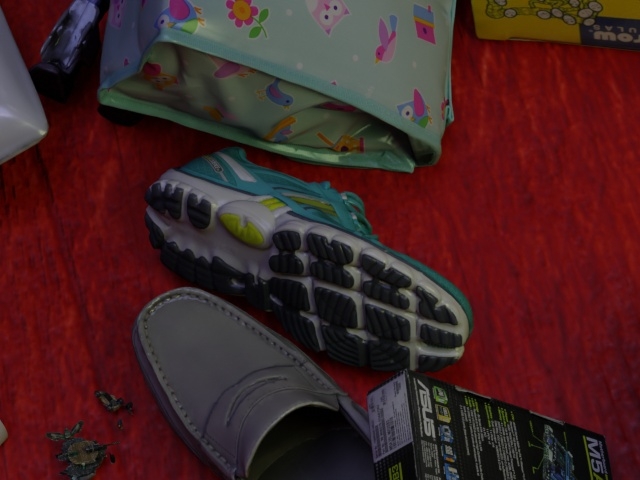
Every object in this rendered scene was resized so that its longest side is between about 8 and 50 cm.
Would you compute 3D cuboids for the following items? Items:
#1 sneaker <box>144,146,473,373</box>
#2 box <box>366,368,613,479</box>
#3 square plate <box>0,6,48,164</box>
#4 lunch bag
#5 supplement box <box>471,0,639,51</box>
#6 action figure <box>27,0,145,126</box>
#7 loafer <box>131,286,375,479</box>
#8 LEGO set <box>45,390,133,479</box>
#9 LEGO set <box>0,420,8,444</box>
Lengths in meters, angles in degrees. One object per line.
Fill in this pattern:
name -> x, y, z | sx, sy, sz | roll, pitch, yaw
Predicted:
sneaker -> 0.000, 0.000, 1.336 | 0.275, 0.107, 0.110 | 28, 45, 29
box -> 0.117, 0.190, 1.162 | 0.045, 0.184, 0.190 | -34, 48, 37
square plate -> -0.418, -0.131, 1.501 | 0.347, 0.049, 0.344 | -29, 56, 4
lunch bag -> -0.015, -0.182, 1.393 | 0.262, 0.160, 0.223 | 15, 67, -25
supplement box -> 0.237, -0.342, 1.449 | 0.194, 0.195, 0.356 | 6, 60, 15
action figure -> -0.131, -0.234, 1.505 | 0.185, 0.099, 0.285 | 20, 72, 2
loafer -> -0.018, 0.131, 1.254 | 0.112, 0.111, 0.319 | -42, 60, -15
LEGO set -> -0.163, 0.146, 1.331 | 0.054, 0.023, 0.083 | 35, 57, 25
LEGO set -> -0.343, 0.093, 1.342 | 0.227, 0.093, 0.087 | 24, 51, 23
